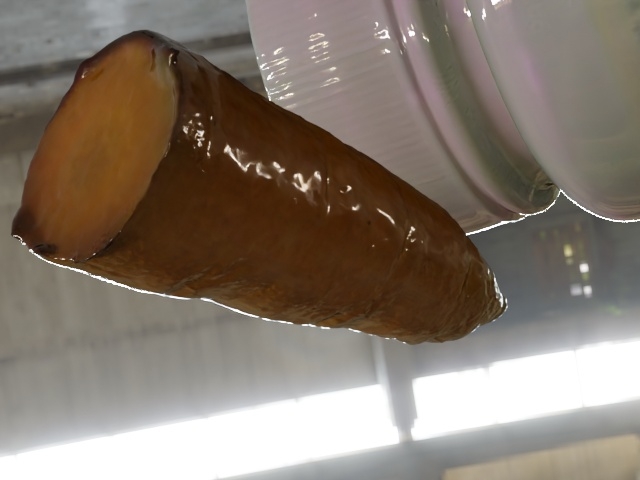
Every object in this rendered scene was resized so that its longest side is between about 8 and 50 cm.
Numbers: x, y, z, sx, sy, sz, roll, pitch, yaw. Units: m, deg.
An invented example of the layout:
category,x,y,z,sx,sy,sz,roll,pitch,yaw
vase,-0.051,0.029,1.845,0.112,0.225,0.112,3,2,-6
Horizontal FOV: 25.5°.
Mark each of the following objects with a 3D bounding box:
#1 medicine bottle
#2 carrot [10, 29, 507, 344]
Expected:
category,x,y,z,sx,sy,sz,roll,pitch,yaw
medicine bottle,0.174,-0.128,0.587,0.378,0.214,0.213,-16,180,25
carrot,0.000,0.000,0.453,0.072,0.072,0.205,-7,160,39
